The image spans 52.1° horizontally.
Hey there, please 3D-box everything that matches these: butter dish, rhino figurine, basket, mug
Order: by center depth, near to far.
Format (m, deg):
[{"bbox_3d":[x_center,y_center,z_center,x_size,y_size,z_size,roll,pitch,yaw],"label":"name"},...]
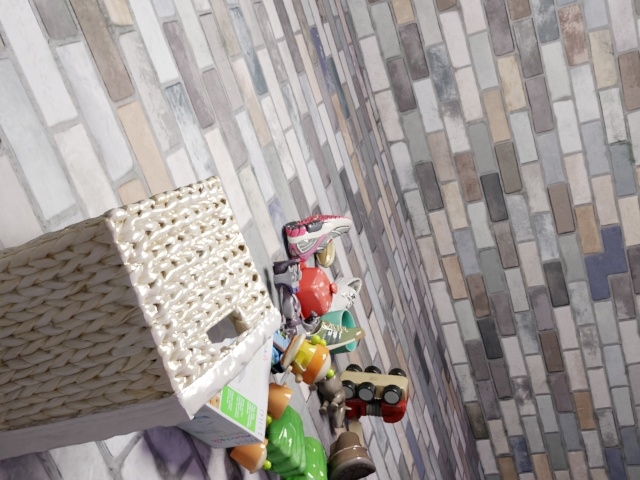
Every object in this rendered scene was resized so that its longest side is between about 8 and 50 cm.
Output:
[{"bbox_3d":[-0.287,0.097,0.932,0.267,0.331,0.328,69,21,-7],"label":"basket"},{"bbox_3d":[-0.007,0.148,1.909,0.160,0.118,0.160,-69,142,-56],"label":"butter dish"},{"bbox_3d":[0.037,0.456,1.921,0.106,0.073,0.243,-61,137,-56],"label":"rhino figurine"},{"bbox_3d":[0.037,0.272,1.984,0.158,0.097,0.130,57,30,-42],"label":"mug"}]

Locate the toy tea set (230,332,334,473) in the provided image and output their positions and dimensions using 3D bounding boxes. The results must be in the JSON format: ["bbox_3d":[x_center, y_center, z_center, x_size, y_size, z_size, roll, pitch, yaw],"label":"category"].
[{"bbox_3d":[-0.069,0.361,1.457,0.336,0.124,0.200,-60,-179,0],"label":"toy tea set"}]

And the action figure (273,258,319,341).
[{"bbox_3d":[-0.074,0.194,1.745,0.185,0.099,0.285,0,82,-74],"label":"action figure"}]

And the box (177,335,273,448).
[{"bbox_3d":[-0.208,0.254,1.321,0.231,0.126,0.262,52,32,-46],"label":"box"}]

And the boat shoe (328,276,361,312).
[{"bbox_3d":[0.076,0.181,2.152,0.258,0.084,0.095,-59,134,-61],"label":"boat shoe"}]

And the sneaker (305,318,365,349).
[{"bbox_3d":[0.027,0.261,1.854,0.064,0.192,0.086,168,-96,-85],"label":"sneaker"}]

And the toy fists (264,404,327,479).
[{"bbox_3d":[-0.061,0.531,1.594,0.142,0.096,0.279,-101,167,-52],"label":"toy fists"}]

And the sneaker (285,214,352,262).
[{"bbox_3d":[-0.008,-0.016,2.002,0.299,0.120,0.112,-18,108,-52],"label":"sneaker"}]

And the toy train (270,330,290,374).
[{"bbox_3d":[-0.136,0.256,1.579,0.184,0.080,0.105,49,27,-47],"label":"toy train"}]

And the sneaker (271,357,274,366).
[{"bbox_3d":[-0.153,0.317,1.438,0.065,0.076,0.167,30,73,-37],"label":"sneaker"}]

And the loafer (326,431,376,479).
[{"bbox_3d":[0.064,0.594,1.793,0.366,0.133,0.130,91,-18,-68],"label":"loafer"}]

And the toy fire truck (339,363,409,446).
[{"bbox_3d":[0.160,0.535,2.031,0.158,0.216,0.247,-57,147,-62],"label":"toy fire truck"}]

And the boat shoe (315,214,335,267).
[{"bbox_3d":[0.000,0.000,2.102,0.072,0.068,0.190,38,34,-42],"label":"boat shoe"}]
